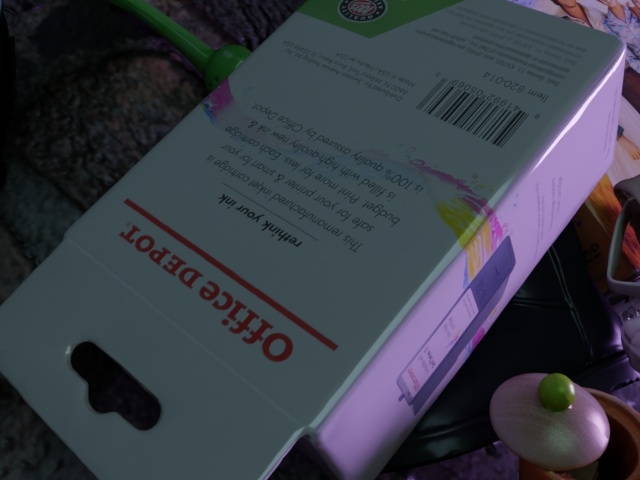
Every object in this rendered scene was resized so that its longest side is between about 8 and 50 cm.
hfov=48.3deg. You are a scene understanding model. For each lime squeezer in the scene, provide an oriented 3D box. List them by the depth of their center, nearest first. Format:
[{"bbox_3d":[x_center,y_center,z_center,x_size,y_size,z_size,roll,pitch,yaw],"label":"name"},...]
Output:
[{"bbox_3d":[-0.031,-0.138,0.603,0.310,0.059,0.110,11,32,-9],"label":"lime squeezer"}]

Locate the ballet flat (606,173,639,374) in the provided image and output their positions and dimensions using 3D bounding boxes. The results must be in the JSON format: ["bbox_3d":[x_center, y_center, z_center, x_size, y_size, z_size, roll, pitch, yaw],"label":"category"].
[{"bbox_3d":[0.244,0.046,0.494,0.086,0.086,0.249,16,53,-8],"label":"ballet flat"}]

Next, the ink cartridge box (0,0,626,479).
[{"bbox_3d":[0.000,0.000,0.436,0.207,0.119,0.353,32,70,31],"label":"ink cartridge box"}]

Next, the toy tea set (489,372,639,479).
[{"bbox_3d":[0.132,0.183,0.286,0.199,0.124,0.336,-10,38,-11],"label":"toy tea set"}]

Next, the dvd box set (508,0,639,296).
[{"bbox_3d":[0.269,-0.185,0.698,0.307,0.062,0.421,-21,72,-25],"label":"dvd box set"}]

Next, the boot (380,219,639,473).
[{"bbox_3d":[0.108,0.036,0.521,0.246,0.094,0.207,-13,72,-28],"label":"boot"}]

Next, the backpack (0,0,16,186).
[{"bbox_3d":[-0.304,-0.105,0.447,0.188,0.144,0.166,2,70,-12],"label":"backpack"}]

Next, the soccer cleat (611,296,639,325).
[{"bbox_3d":[0.263,0.057,0.592,0.083,0.036,0.029,-31,76,-27],"label":"soccer cleat"}]
